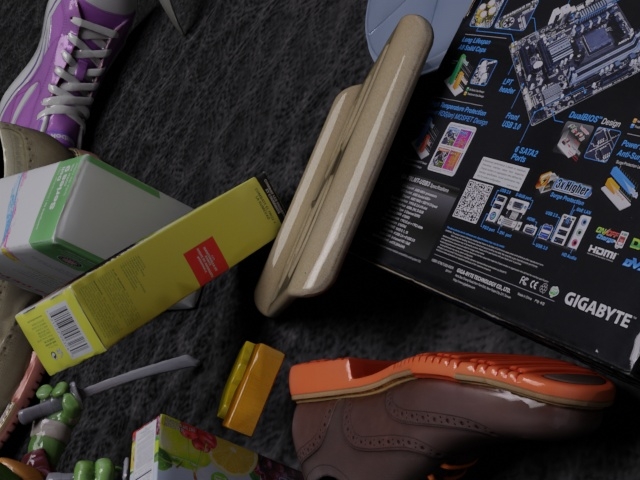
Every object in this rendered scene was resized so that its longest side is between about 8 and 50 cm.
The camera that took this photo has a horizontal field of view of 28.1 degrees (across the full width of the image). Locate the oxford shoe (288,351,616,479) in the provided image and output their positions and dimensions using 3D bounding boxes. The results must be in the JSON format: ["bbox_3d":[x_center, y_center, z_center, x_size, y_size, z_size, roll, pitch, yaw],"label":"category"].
[{"bbox_3d":[0.075,0.119,0.782,0.271,0.097,0.098,-13,73,58],"label":"oxford shoe"}]

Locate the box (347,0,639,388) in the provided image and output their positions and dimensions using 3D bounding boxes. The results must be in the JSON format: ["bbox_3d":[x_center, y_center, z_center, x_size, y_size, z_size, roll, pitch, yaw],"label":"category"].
[{"bbox_3d":[0.173,-0.080,0.790,0.295,0.073,0.293,22,85,58],"label":"box"}]

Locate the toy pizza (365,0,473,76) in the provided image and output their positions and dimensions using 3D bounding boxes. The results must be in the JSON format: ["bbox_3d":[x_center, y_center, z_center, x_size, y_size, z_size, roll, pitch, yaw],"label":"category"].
[{"bbox_3d":[0.111,-0.214,1.013,0.201,0.032,0.201,-35,40,36],"label":"toy pizza"}]

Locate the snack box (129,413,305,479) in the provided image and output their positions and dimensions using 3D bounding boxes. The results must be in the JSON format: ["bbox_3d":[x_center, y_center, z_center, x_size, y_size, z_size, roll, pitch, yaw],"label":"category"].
[{"bbox_3d":[-0.063,0.188,0.857,0.037,0.141,0.100,-35,42,35],"label":"snack box"}]

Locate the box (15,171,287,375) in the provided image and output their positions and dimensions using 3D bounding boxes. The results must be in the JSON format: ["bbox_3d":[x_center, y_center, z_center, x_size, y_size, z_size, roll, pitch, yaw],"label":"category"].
[{"bbox_3d":[-0.126,0.022,1.020,0.087,0.058,0.232,-25,6,43],"label":"box"}]

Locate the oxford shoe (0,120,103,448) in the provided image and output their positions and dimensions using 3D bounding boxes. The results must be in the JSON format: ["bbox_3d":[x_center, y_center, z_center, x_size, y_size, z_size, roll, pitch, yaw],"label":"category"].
[{"bbox_3d":[-0.361,0.063,1.361,0.140,0.146,0.397,-13,56,49],"label":"oxford shoe"}]

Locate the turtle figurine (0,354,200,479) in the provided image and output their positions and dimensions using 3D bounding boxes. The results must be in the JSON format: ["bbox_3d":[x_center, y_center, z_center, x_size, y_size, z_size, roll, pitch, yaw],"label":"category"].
[{"bbox_3d":[-0.215,0.148,0.991,0.274,0.266,0.198,-43,35,23],"label":"turtle figurine"}]

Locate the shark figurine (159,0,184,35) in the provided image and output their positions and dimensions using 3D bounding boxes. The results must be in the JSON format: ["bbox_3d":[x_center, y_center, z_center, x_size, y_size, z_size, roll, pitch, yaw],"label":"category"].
[{"bbox_3d":[-0.086,-0.333,1.324,0.278,0.116,0.166,-45,2,12],"label":"shark figurine"}]

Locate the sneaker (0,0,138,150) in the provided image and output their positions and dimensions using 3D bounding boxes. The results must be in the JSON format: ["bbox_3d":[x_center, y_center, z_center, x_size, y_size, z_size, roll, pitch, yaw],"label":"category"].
[{"bbox_3d":[-0.283,-0.183,1.491,0.282,0.102,0.161,-56,35,29],"label":"sneaker"}]

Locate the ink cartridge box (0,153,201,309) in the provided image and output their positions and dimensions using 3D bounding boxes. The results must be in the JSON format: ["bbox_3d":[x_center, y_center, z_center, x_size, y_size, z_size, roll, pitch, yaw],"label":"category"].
[{"bbox_3d":[-0.221,0.001,1.203,0.212,0.154,0.093,-10,59,52],"label":"ink cartridge box"}]

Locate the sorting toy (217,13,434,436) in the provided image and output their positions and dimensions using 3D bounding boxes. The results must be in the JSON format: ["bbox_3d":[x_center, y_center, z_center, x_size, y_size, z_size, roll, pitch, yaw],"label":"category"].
[{"bbox_3d":[0.000,0.000,0.948,0.229,0.041,0.307,150,143,-78],"label":"sorting toy"}]
